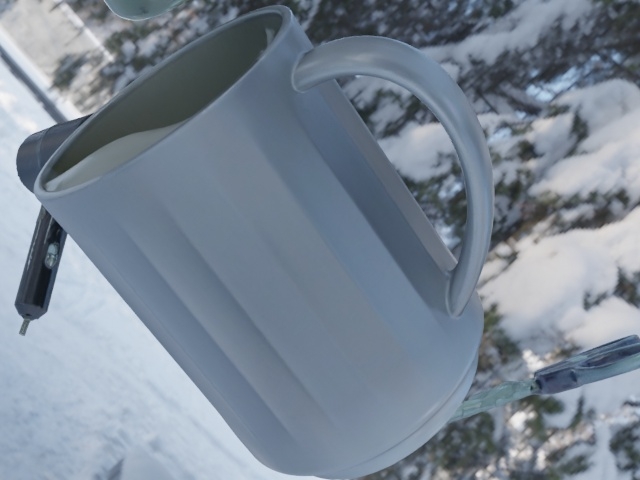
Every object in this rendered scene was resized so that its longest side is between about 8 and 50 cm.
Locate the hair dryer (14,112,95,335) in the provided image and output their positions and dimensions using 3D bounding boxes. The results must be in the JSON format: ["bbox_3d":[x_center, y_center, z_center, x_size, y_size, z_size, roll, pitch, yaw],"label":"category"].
[{"bbox_3d":[-0.253,-0.014,0.917,0.124,0.219,0.071,-5,-23,46],"label":"hair dryer"}]

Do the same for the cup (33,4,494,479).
[{"bbox_3d":[0.000,0.000,0.747,0.327,0.323,0.237,54,35,-23],"label":"cup"}]

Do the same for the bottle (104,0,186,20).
[{"bbox_3d":[-0.254,-0.423,1.062,0.168,0.168,0.347,40,-11,50],"label":"bottle"}]

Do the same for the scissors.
[{"bbox_3d":[0.213,0.187,1.140,0.256,0.383,0.029,13,56,-78],"label":"scissors"}]
